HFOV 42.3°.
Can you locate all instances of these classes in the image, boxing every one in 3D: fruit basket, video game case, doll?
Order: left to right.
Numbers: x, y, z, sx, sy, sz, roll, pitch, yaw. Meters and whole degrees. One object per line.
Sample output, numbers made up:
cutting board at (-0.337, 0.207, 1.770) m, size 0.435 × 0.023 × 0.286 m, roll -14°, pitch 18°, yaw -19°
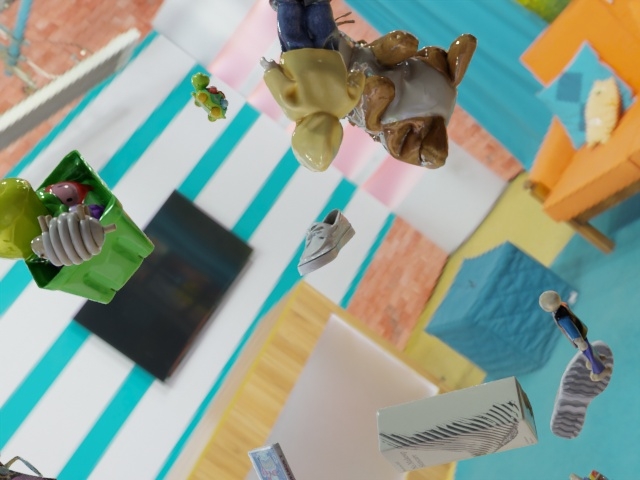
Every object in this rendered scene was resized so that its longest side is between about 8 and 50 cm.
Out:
fruit basket at (-0.594, -0.054, 1.788) m, size 0.283 × 0.392 × 0.392 m, roll -50°, pitch 7°, yaw -1°
video game case at (-0.105, 0.591, 2.028) m, size 0.023 × 0.183 × 0.201 m, roll -22°, pitch -9°, yaw -28°
doll at (0.450, 0.162, 1.465) m, size 0.046 × 0.189 × 0.129 m, roll -33°, pitch 17°, yaw 17°

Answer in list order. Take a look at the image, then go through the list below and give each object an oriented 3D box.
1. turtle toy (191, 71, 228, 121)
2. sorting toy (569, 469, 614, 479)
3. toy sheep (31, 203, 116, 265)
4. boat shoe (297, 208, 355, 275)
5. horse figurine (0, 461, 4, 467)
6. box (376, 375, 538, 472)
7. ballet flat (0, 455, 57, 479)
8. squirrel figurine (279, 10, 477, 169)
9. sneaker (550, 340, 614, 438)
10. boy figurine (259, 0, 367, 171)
turtle toy at (-0.272, -0.350, 2.025) m, size 0.066 × 0.130 × 0.095 m, roll -43°, pitch 10°, yaw -10°
sorting toy at (0.594, 0.520, 1.659) m, size 0.046 × 0.132 × 0.274 m, roll -59°, pitch 19°, yaw 7°
toy sheep at (-0.378, -0.006, 1.267) m, size 0.132 × 0.091 × 0.091 m, roll -16°, pitch 10°, yaw 2°
boat shoe at (0.000, 0.000, 1.924) m, size 0.095 × 0.084 × 0.258 m, roll -24°, pitch 11°, yaw 25°
horse figurine at (-0.654, 0.526, 1.746) m, size 0.066 × 0.174 × 0.263 m, roll -58°, pitch -14°, yaw -34°
box at (0.250, 0.344, 1.532) m, size 0.275 × 0.113 × 0.094 m, roll -19°, pitch 47°, yaw 19°
ballet flat at (-0.578, 0.421, 1.496) m, size 0.077 × 0.221 × 0.079 m, roll 103°, pitch -173°, yaw -51°
squirrel figurine at (0.087, -0.327, 1.764) m, size 0.397 × 0.370 × 0.281 m, roll -170°, pitch 96°, yaw -83°
sneaker at (0.630, 0.350, 2.036) m, size 0.115 × 0.105 × 0.281 m, roll -66°, pitch -6°, yaw -59°
boy figurine at (-0.005, -0.249, 1.301) m, size 0.177 × 0.285 × 0.092 m, roll -8°, pitch 0°, yaw -22°
